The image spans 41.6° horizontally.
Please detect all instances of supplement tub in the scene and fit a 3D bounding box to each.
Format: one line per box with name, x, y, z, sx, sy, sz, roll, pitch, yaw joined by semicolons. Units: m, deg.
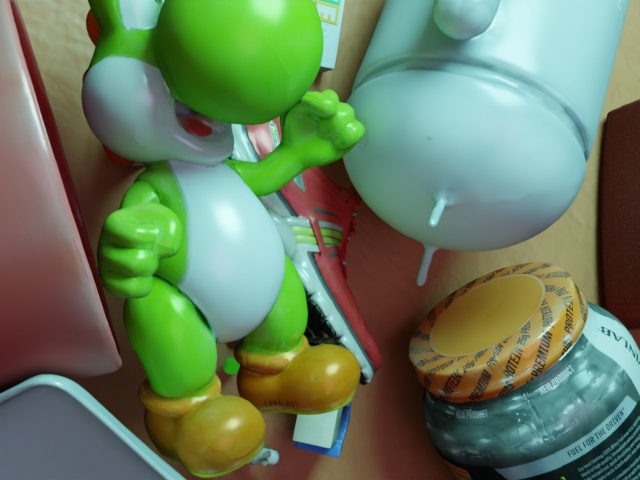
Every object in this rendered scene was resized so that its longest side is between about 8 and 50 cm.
supplement tub;0.233;0.202;0.797;0.207;0.207;0.338;-37;108;-18

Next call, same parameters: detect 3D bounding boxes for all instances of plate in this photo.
plate;-0.192;0.209;0.601;0.277;0.045;0.278;-25;124;21

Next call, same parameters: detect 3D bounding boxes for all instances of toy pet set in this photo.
toy pet set;-0.031;0.146;0.767;0.114;0.065;0.122;11;86;10

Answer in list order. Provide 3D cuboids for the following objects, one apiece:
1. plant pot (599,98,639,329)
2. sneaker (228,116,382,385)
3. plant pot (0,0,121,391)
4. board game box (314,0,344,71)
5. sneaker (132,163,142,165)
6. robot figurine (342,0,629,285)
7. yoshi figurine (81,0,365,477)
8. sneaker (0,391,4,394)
plant pot;0.447;-0.060;0.859;0.267;0.267;0.235;-15;89;-23
sneaker;0.000;0.000;0.736;0.118;0.107;0.279;-34;109;-27
plant pot;-0.280;-0.009;0.533;0.243;0.275;0.274;-17;101;-14
board game box;-0.027;-0.236;0.744;0.104;0.026;0.154;8;91;-25
sneaker;-0.121;-0.132;0.692;0.054;0.061;0.152;22;83;-22
robot figurine;0.138;-0.140;0.708;0.300;0.200;0.353;60;47;-60
yoshi figurine;-0.060;-0.035;0.576;0.203;0.203;0.362;-13;100;-2
sneaker;-0.252;0.141;0.660;0.170;0.051;0.089;-17;101;-18
